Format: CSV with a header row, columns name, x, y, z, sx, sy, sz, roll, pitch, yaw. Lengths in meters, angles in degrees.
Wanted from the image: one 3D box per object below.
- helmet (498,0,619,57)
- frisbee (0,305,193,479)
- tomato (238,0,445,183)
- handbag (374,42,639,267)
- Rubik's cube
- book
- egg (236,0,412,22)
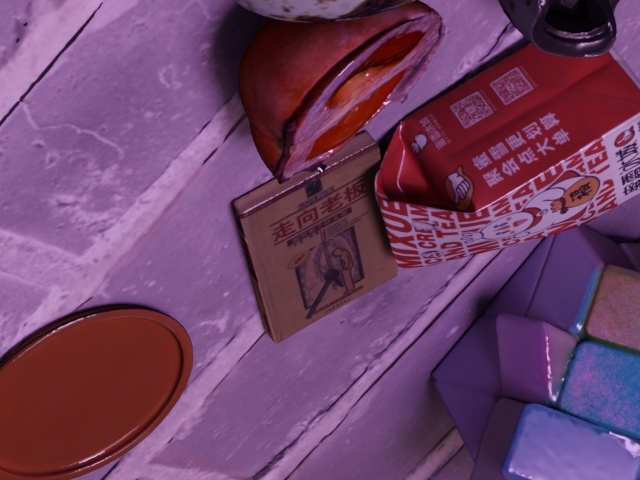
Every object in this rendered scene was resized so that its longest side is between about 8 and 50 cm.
name,x,y,z,sx,sy,sz,roll,pitch,yaw
helmet,0.227,-0.267,1.655,0.153,0.107,0.177,19,98,-47
frisbee,-0.243,0.158,1.790,0.251,0.021,0.251,-24,144,-19
tomato,0.008,-0.161,1.564,0.199,0.112,0.228,-36,169,-23
handbag,0.196,-0.073,1.807,0.298,0.151,0.171,-32,151,-1
Rubik's cube,0.352,0.181,2.070,0.358,0.368,0.387,23,116,-32
book,0.000,0.000,1.821,0.161,0.026,0.231,-29,144,-12
egg,0.022,-0.261,1.422,0.231,0.169,0.169,-26,146,8
